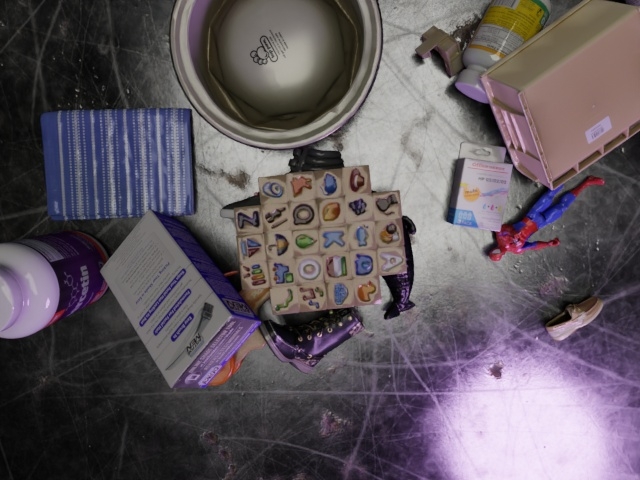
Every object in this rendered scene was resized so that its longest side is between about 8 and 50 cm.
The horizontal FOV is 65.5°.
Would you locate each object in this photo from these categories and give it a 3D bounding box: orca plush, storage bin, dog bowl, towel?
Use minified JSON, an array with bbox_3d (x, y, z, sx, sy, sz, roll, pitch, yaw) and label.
[{"bbox_3d":[0.140,0.035,1.077,0.151,0.102,0.288,-3,98,3],"label":"orca plush"},{"bbox_3d":[0.490,-0.278,0.966,0.262,0.123,0.260,-35,125,4],"label":"storage bin"},{"bbox_3d":[-0.082,-0.387,1.007,0.407,0.150,0.408,0,98,2],"label":"dog bowl"},{"bbox_3d":[-0.451,-0.169,1.111,0.335,0.040,0.243,-1,96,0],"label":"towel"}]

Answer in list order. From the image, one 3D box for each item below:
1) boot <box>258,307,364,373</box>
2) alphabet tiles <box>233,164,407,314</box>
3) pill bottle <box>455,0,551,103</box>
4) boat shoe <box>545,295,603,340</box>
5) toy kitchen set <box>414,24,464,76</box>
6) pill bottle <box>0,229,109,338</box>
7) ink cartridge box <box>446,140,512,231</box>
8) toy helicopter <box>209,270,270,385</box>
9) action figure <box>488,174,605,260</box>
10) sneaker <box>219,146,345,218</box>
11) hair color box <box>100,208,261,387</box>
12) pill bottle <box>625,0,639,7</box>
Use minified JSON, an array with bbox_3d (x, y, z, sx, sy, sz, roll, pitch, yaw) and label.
[{"bbox_3d":[-0.015,0.187,1.064,0.178,0.236,0.085,-35,53,2],"label":"boot"},{"bbox_3d":[0.000,0.000,1.017,0.342,0.011,0.285,-6,93,1],"label":"alphabet tiles"},{"bbox_3d":[0.362,-0.393,1.005,0.117,0.117,0.209,28,97,-2],"label":"pill bottle"},{"bbox_3d":[0.563,0.167,1.105,0.135,0.050,0.045,-42,100,7],"label":"boat shoe"},{"bbox_3d":[0.246,-0.391,1.054,0.068,0.075,0.083,-38,55,3],"label":"toy kitchen set"},{"bbox_3d":[-0.572,0.084,0.998,0.181,0.323,0.182,0,98,2],"label":"pill bottle"},{"bbox_3d":[0.344,-0.118,1.070,0.104,0.061,0.182,8,97,1],"label":"ink cartridge box"},{"bbox_3d":[-0.184,0.132,1.110,0.355,0.140,0.235,-41,85,-4],"label":"toy helicopter"},{"bbox_3d":[0.474,-0.047,1.039,0.280,0.139,0.091,-44,99,9],"label":"action figure"},{"bbox_3d":[-0.075,-0.123,1.070,0.295,0.104,0.147,-8,93,-1],"label":"sneaker"},{"bbox_3d":[-0.296,0.113,1.023,0.185,0.110,0.339,-49,58,7],"label":"hair color box"},{"bbox_3d":[0.667,-0.508,0.972,0.131,0.131,0.229,-32,95,6],"label":"pill bottle"}]
